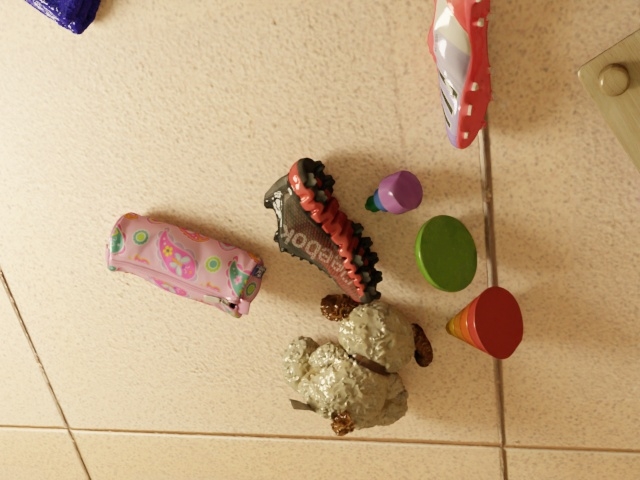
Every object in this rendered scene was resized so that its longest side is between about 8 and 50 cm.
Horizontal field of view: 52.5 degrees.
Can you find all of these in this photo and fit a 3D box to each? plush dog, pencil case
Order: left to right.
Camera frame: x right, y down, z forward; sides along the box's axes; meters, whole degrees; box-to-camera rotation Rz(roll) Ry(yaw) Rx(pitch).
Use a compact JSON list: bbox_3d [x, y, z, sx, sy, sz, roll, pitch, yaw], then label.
[{"bbox_3d":[-0.242,0.045,1.177,0.284,0.124,0.124,21,120,4],"label":"pencil case"},{"bbox_3d":[0.074,0.215,1.163,0.262,0.210,0.225,25,94,-2],"label":"plush dog"}]

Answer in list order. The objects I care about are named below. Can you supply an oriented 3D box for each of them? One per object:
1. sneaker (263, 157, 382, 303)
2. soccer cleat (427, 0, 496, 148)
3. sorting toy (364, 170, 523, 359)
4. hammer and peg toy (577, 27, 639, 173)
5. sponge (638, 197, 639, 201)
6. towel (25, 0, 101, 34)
[{"bbox_3d":[0.000,0.000,1.103,0.135,0.097,0.276,-26,106,24],"label":"sneaker"},{"bbox_3d":[0.197,-0.256,0.940,0.095,0.083,0.248,22,131,37],"label":"soccer cleat"},{"bbox_3d":[0.192,0.051,1.098,0.365,0.127,0.126,52,147,-11],"label":"sorting toy"},{"bbox_3d":[0.534,-0.139,0.838,0.266,0.127,0.361,-31,96,30],"label":"hammer and peg toy"},{"bbox_3d":[0.579,-0.106,0.936,0.117,0.031,0.210,29,120,-1],"label":"sponge"},{"bbox_3d":[-0.461,-0.483,0.979,0.308,0.076,0.227,33,121,-4],"label":"towel"}]
